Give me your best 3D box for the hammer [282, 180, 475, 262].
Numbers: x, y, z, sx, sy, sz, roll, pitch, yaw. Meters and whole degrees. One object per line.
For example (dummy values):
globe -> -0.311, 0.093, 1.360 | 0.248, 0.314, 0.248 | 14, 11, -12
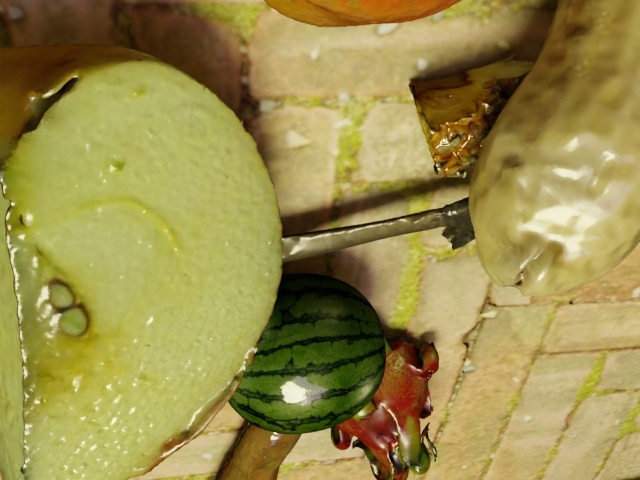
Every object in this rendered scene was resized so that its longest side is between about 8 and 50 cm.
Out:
hammer -> 0.000, -0.001, 0.640 | 0.298, 0.026, 0.125 | -11, 158, 6

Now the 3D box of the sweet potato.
sweet potato -> -0.075, 0.255, 0.851 | 0.075, 0.075, 0.273 | 11, 124, -19

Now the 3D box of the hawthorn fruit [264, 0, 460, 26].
hawthorn fruit -> 0.030, -0.194, 0.399 | 0.189, 0.189, 0.189 | -5, 132, -6

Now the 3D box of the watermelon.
watermelon -> -0.038, 0.099, 0.667 | 0.188, 0.140, 0.140 | -8, 132, -7

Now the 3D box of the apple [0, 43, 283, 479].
apple -> -0.165, 0.029, 0.545 | 0.254, 0.179, 0.345 | 11, 118, 8

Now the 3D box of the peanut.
peanut -> 0.191, -0.095, 0.510 | 0.130, 0.130, 0.290 | 26, 94, -29

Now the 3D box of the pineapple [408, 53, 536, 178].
pineapple -> 0.116, -0.103, 0.577 | 0.114, 0.077, 0.114 | -35, 164, 6

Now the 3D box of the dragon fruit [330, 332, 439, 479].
dragon fruit -> 0.069, 0.171, 0.781 | 0.139, 0.174, 0.142 | -23, 167, 20
